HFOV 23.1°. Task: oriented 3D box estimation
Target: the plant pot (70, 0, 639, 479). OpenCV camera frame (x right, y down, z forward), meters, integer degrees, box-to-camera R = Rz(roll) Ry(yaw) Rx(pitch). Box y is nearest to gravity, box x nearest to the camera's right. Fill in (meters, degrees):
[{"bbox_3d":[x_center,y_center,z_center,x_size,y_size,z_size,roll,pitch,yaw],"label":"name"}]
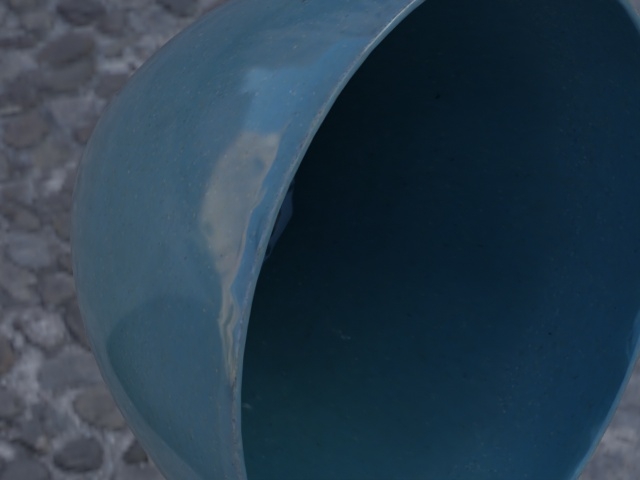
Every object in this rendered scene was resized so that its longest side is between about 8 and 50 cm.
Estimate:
[{"bbox_3d":[0.000,0.000,0.717,0.195,0.290,0.290,19,48,40],"label":"plant pot"}]
